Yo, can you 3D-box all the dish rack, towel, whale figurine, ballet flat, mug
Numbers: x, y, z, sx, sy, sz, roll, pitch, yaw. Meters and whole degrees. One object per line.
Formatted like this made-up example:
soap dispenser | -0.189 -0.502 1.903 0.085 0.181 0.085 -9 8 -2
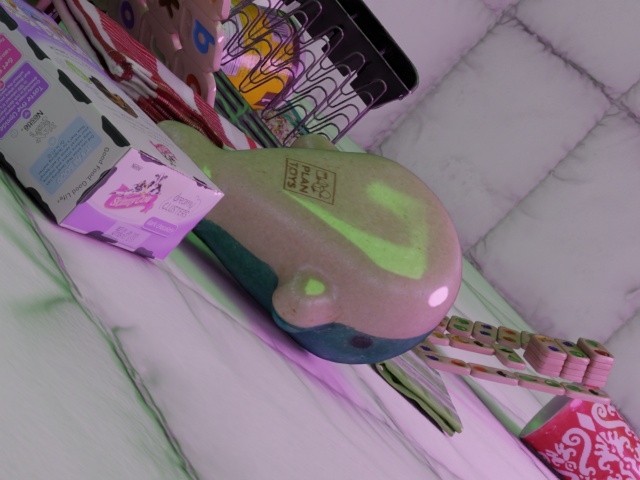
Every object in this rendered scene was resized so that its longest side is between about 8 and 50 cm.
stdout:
dish rack | -0.033 -0.177 1.843 0.208 0.074 0.271 50 43 -5
towel | 0.082 0.129 1.694 0.113 0.023 0.152 40 9 -14
whale figurine | -0.025 0.004 1.396 0.272 0.141 0.216 20 41 -15
ballet flat | -0.046 -0.130 2.355 0.091 0.077 0.241 47 5 -31
towel | -0.092 -0.095 1.550 0.329 0.037 0.237 39 6 -30
mug | 0.337 0.256 2.099 0.169 0.113 0.150 48 8 1

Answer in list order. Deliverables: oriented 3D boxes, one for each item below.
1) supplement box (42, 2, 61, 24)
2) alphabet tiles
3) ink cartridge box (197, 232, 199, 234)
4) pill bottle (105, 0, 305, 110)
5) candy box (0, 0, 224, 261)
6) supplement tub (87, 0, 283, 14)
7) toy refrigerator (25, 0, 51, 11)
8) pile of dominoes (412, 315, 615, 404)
supplement box | -0.310 -0.330 1.690 0.239 0.130 0.073 43 8 1
alphabet tiles | -0.163 -0.257 1.722 0.021 0.284 0.278 -13 43 -31
ink cartridge box | -0.087 -0.033 1.549 0.206 0.045 0.208 45 8 8
pill bottle | -0.130 -0.211 1.918 0.215 0.117 0.117 6 31 -39
candy box | -0.176 -0.085 1.167 0.196 0.070 0.165 46 6 19
supplement tub | -0.197 -0.337 2.218 0.272 0.191 0.191 44 6 -5
toy refrigerator | -0.278 -0.254 1.516 0.094 0.102 0.269 44 6 -4
pile of dominoes | 0.211 0.116 2.024 0.251 0.040 0.196 13 15 -17
